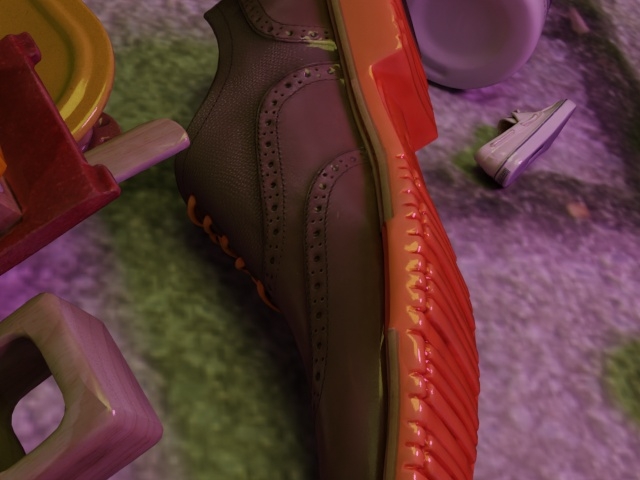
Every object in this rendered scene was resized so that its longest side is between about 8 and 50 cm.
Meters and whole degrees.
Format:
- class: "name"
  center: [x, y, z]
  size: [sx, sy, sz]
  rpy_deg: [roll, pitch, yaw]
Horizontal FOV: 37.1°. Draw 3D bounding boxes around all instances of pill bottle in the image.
- class: "pill bottle"
  center: [0.124, -0.205, 0.704]
  size: [0.108, 0.108, 0.193]
  rpy_deg: [24, 46, 4]

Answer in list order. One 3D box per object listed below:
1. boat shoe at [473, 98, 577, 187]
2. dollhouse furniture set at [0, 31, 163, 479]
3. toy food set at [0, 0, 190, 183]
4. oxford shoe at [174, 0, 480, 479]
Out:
- class: "boat shoe"
  center: [0.136, -0.073, 0.640]
  size: [0.035, 0.035, 0.100]
  rpy_deg: [39, 55, 14]
- class: "dollhouse furniture set"
  center: [-0.139, 0.036, 0.293]
  size: [0.152, 0.201, 0.374]
  rpy_deg: [-37, 61, 2]
- class: "toy food set"
  center: [-0.169, -0.071, 0.516]
  size: [0.128, 0.071, 0.218]
  rpy_deg: [-35, 62, -13]
- class: "oxford shoe"
  center: [0.000, 0.000, 0.492]
  size: [0.132, 0.130, 0.364]
  rpy_deg: [-13, 54, 13]
